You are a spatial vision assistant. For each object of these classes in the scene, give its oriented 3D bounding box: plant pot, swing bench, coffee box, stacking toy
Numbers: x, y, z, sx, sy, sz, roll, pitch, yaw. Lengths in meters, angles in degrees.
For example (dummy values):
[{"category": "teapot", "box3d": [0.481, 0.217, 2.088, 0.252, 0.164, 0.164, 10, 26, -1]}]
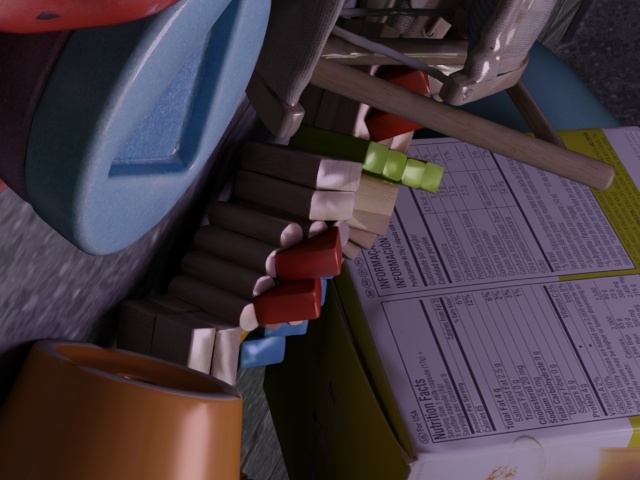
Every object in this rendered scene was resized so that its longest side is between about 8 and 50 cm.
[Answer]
[{"category": "plant pot", "box3d": [0.191, -0.094, 1.388, 0.272, 0.255, 0.272, -57, 170, -16]}, {"category": "swing bench", "box3d": [0.099, -0.191, 0.774, 0.253, 0.254, 0.165, -63, -148, 32]}, {"category": "coffee box", "box3d": [0.155, 0.137, 1.145, 0.338, 0.334, 0.338, 100, -21, -44]}, {"category": "plant pot", "box3d": [-0.131, 0.165, 0.765, 0.205, 0.205, 0.188, 7, 99, -80]}, {"category": "stacking toy", "box3d": [-0.110, -0.027, 0.404, 0.280, 0.130, 0.309, -58, 170, -9]}]

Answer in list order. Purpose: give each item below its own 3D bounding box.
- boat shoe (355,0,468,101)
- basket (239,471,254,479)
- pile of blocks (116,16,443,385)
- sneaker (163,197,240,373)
[{"category": "boat shoe", "box3d": [0.078, -0.155, 1.081, 0.109, 0.098, 0.302, -52, 168, -38]}, {"category": "basket", "box3d": [-0.136, 0.321, 1.104, 0.223, 0.213, 0.299, -54, 170, -25]}, {"category": "pile of blocks", "box3d": [0.000, 0.000, 0.919, 0.362, 0.112, 0.149, -56, 132, -15]}, {"category": "sneaker", "box3d": [-0.072, 0.040, 0.987, 0.221, 0.083, 0.087, -62, 162, -1]}]
